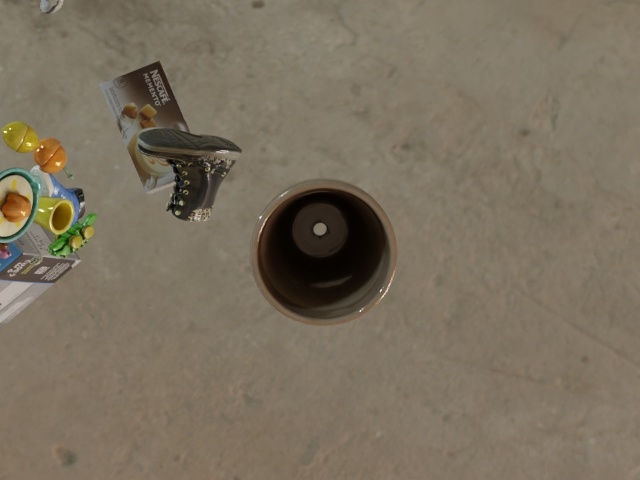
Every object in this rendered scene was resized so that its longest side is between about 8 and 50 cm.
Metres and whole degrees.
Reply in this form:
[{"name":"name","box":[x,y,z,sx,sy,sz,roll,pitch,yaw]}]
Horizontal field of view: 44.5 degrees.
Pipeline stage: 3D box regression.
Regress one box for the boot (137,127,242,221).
[{"name":"boot","box":[-0.277,-0.124,1.554,0.085,0.236,0.179,41,116,34]}]

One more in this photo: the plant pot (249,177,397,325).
[{"name":"plant pot","box":[0.000,0.000,1.461,0.262,0.229,0.263,-1,104,-3]}]

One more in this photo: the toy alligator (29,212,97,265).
[{"name":"toy alligator","box":[-0.541,0.010,1.671,0.056,0.190,0.051,16,135,28]}]

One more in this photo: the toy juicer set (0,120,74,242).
[{"name":"toy juicer set","box":[-0.539,-0.098,1.352,0.089,0.329,0.209,16,104,20]}]

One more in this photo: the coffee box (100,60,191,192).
[{"name":"coffee box","box":[-0.357,-0.240,1.685,0.141,0.098,0.247,-22,94,-6]}]

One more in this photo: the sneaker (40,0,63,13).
[{"name":"sneaker","box":[-0.536,-0.503,1.539,0.052,0.058,0.135,47,130,10]}]

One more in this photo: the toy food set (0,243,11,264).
[{"name":"toy food set","box":[-0.604,0.003,1.439,0.077,0.019,0.122,31,144,-10]}]

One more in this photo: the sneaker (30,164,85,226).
[{"name":"sneaker","box":[-0.539,-0.101,1.620,0.058,0.084,0.152,2,124,32]}]

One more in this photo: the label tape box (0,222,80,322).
[{"name":"label tape box","box":[-0.722,0.069,1.692,0.249,0.347,0.115,-38,80,7]}]
